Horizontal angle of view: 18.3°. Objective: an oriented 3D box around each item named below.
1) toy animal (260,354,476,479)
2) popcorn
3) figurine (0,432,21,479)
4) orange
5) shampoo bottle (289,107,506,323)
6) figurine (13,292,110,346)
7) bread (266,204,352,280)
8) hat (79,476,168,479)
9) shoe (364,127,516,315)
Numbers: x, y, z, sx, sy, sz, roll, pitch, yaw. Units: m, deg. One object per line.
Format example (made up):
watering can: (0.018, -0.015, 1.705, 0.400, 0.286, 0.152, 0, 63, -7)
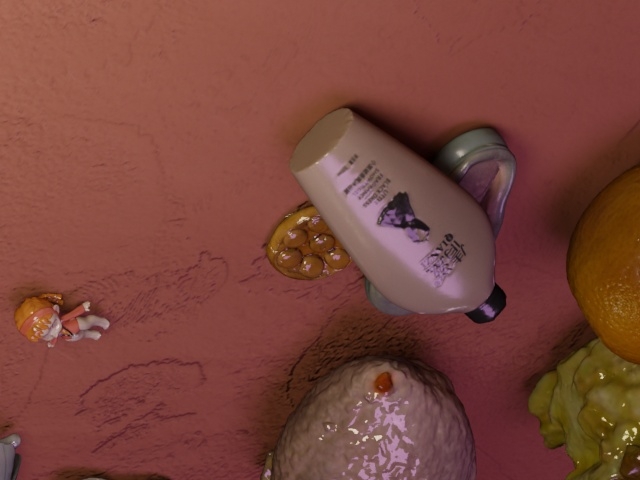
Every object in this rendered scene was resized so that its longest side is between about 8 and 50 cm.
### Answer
toy animal: (0.057, 0.245, 2.173, 0.227, 0.188, 0.358, -25, 145, -10)
popcorn: (0.385, 0.221, 2.300, 0.293, 0.237, 0.293, -16, 140, -14)
figurine: (-0.345, 0.226, 2.016, 0.094, 0.082, 0.086, -32, 129, -9)
orange: (0.372, 0.021, 2.048, 0.236, 0.236, 0.236, -16, 144, -12)
shampoo bottle: (0.083, -0.012, 1.866, 0.127, 0.078, 0.257, -49, 117, -3)
figurine: (-0.248, 0.078, 1.897, 0.064, 0.047, 0.109, -49, 148, 20)
bread: (0.000, 0.000, 1.962, 0.110, 0.024, 0.110, -17, 143, -13)
hat: (-0.228, 0.305, 2.193, 0.166, 0.081, 0.122, -13, 106, -41)
shoe: (0.127, 0.002, 1.979, 0.103, 0.100, 0.251, -2, 136, -29)
